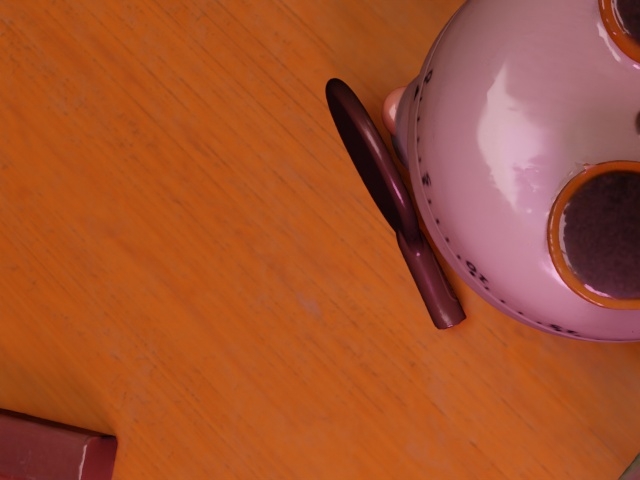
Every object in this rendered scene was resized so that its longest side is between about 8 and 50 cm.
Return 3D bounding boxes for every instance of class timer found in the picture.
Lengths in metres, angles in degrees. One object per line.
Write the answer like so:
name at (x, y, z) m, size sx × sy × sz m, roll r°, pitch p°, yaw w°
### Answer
timer at (0.159, -0.056, 1.130) m, size 0.234 × 0.240 × 0.233 m, roll 0°, pitch 87°, yaw -8°

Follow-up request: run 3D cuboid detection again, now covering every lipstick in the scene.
lipstick at (-0.211, 0.137, 1.324) m, size 0.145 × 0.045 × 0.045 m, roll 11°, pitch 88°, yaw 22°

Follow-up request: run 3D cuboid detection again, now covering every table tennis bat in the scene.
table tennis bat at (0.000, 0.000, 1.206) m, size 0.119 × 0.107 × 0.170 m, roll -27°, pitch 97°, yaw -4°

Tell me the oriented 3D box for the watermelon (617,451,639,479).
watermelon at (0.336, 0.176, 1.023) m, size 0.292 × 0.319 × 0.222 m, roll 34°, pitch 66°, yaw -15°
